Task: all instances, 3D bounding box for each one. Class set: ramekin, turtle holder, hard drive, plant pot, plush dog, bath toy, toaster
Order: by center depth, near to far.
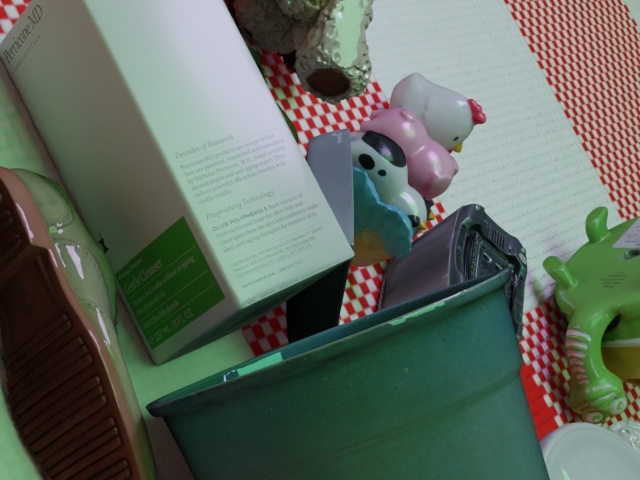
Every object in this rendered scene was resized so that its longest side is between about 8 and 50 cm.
[{"bbox_3d":[0.067,0.237,1.242,0.341,0.341,0.334,-20,87,-55],"label":"plant pot"},{"bbox_3d":[0.000,0.000,1.517,0.054,0.172,0.254,8,31,-5],"label":"hard drive"},{"bbox_3d":[0.303,0.359,1.659,0.273,0.127,0.272,27,46,-32],"label":"ramekin"},{"bbox_3d":[-0.036,-0.298,1.668,0.262,0.225,0.210,45,66,-17],"label":"plush dog"},{"bbox_3d":[0.156,0.075,1.683,0.129,0.146,0.227,39,39,-25],"label":"toaster"},{"bbox_3d":[0.113,-0.097,1.779,0.348,0.129,0.151,-53,142,-52],"label":"bath toy"},{"bbox_3d":[0.460,0.101,1.963,0.227,0.243,0.320,65,22,-22],"label":"turtle holder"}]

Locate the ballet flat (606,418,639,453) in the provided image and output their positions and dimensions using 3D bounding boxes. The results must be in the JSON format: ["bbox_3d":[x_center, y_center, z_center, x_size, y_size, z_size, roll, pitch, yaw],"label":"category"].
[{"bbox_3d":[0.549,0.400,1.938,0.409,0.147,0.147,57,35,-1],"label":"ballet flat"}]

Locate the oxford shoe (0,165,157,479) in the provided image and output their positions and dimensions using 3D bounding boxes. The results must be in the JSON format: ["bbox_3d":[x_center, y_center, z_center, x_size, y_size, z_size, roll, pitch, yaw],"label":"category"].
[{"bbox_3d":[-0.210,0.084,1.254,0.130,0.123,0.348,-6,70,-58],"label":"oxford shoe"}]

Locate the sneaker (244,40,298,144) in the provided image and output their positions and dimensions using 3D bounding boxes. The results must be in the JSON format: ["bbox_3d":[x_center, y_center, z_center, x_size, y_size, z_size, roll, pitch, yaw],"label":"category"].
[{"bbox_3d":[-0.084,-0.188,1.655,0.192,0.064,0.086,47,41,-11],"label":"sneaker"}]

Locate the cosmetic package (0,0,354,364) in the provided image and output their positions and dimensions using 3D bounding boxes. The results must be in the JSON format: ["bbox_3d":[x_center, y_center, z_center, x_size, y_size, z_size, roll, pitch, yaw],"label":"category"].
[{"bbox_3d":[-0.146,-0.090,1.372,0.155,0.197,0.365,-24,82,-37],"label":"cosmetic package"}]
